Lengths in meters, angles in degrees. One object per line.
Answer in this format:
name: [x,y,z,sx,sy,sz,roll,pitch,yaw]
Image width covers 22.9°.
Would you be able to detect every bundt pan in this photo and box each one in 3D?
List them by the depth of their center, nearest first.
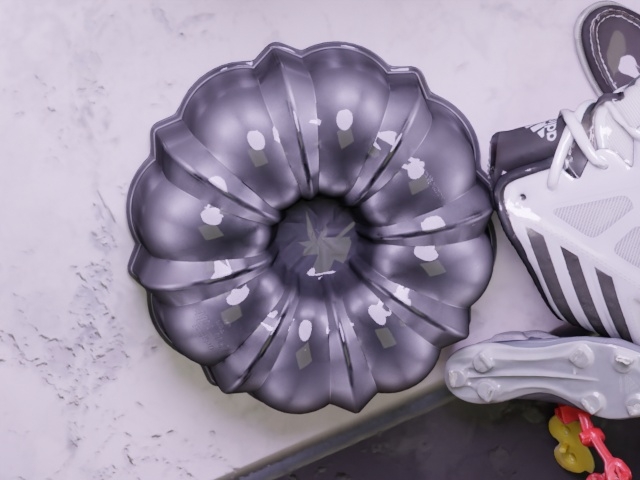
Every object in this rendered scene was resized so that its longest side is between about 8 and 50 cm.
bundt pan: [0.000,0.000,1.321,0.331,0.124,0.331,-1,101,-6]

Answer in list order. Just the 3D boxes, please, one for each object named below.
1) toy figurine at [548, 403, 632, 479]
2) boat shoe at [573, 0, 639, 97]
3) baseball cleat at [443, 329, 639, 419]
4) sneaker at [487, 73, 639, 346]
toy figurine: [0.360,0.284,1.384,0.217,0.191,0.362,-18,103,-6]
boat shoe: [0.304,-0.112,1.352,0.081,0.069,0.228,-40,102,3]
baseball cleat: [0.211,0.103,1.346,0.206,0.109,0.072,4,106,27]
sneaker: [0.263,-0.098,1.229,0.257,0.169,0.447,9,120,7]
